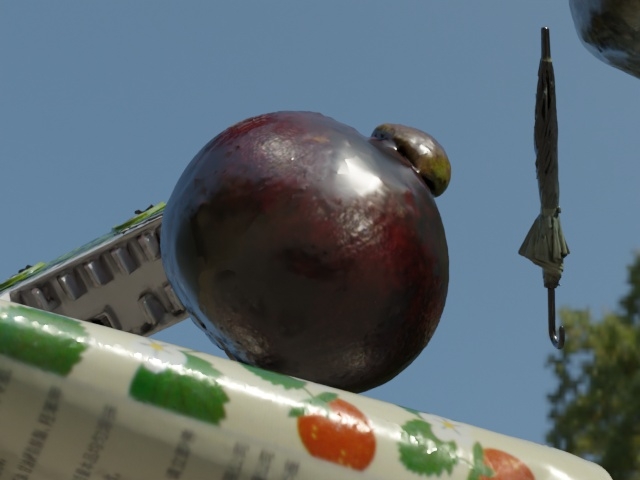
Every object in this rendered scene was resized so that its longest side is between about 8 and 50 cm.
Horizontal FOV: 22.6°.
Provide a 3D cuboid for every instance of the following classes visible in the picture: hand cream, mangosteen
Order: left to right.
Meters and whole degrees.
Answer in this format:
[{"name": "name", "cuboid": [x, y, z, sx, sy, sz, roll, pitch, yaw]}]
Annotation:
[{"name": "hand cream", "cuboid": [-0.026, 0.062, 0.449, 0.276, 0.059, 0.095, 18, -36, -12]}, {"name": "mangosteen", "cuboid": [0.000, 0.000, 0.780, 0.152, 0.152, 0.152, 5, -44, 5]}]

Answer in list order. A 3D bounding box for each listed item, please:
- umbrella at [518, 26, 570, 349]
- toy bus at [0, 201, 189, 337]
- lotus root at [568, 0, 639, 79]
[{"name": "umbrella", "cuboid": [0.185, -0.042, 1.329, 0.044, 0.044, 0.269, -6, -82, -12]}, {"name": "toy bus", "cuboid": [-0.204, 0.054, 1.398, 0.302, 0.139, 0.113, -25, -82, 21]}, {"name": "lotus root", "cuboid": [0.213, -0.139, 0.563, 0.158, 0.140, 0.322, 55, -35, -9]}]
